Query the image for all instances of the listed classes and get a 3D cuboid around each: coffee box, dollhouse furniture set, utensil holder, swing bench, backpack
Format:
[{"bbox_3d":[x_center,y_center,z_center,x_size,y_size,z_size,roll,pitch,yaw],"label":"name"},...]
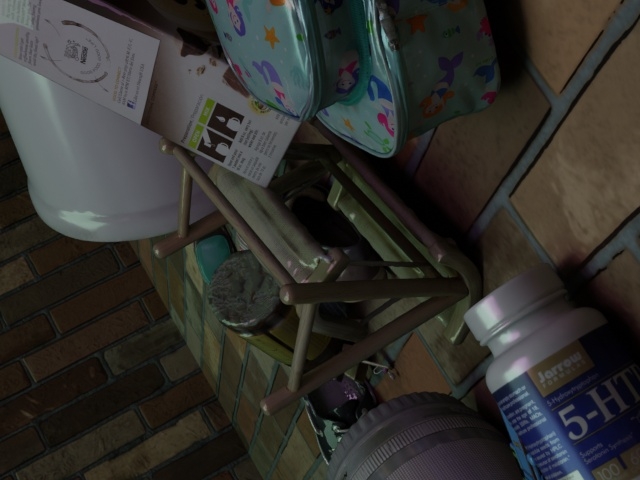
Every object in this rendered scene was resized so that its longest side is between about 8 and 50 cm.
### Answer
[{"bbox_3d":[-0.139,-0.200,0.985,0.297,0.168,0.119,26,136,-5],"label":"coffee box"},{"bbox_3d":[0.079,0.167,1.487,0.081,0.091,0.114,12,170,17],"label":"dollhouse furniture set"},{"bbox_3d":[-0.254,-0.244,1.289,0.327,0.327,0.385,45,155,47],"label":"utensil holder"},{"bbox_3d":[0.000,0.000,1.067,0.253,0.254,0.165,49,142,36],"label":"swing bench"},{"bbox_3d":[0.021,-0.188,0.797,0.225,0.191,0.253,35,153,57],"label":"backpack"}]

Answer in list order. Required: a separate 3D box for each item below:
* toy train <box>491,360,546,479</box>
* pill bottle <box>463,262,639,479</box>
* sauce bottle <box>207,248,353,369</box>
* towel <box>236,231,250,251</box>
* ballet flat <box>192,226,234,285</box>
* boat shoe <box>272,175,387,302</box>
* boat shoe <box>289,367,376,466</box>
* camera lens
[{"bbox_3d":[0.211,0.172,0.966,0.184,0.080,0.105,66,169,-14],"label":"toy train"},{"bbox_3d":[0.199,0.118,0.845,0.187,0.112,0.112,58,163,14],"label":"pill bottle"},{"bbox_3d":[-0.038,0.113,1.421,0.111,0.111,0.344,54,-178,27],"label":"sauce bottle"},{"bbox_3d":[-0.107,0.077,1.877,0.144,0.029,0.197,56,163,25],"label":"towel"},{"bbox_3d":[-0.214,-0.015,2.004,0.079,0.077,0.221,-105,-4,-78],"label":"ballet flat"},{"bbox_3d":[-0.021,-0.029,1.324,0.285,0.103,0.092,41,149,43],"label":"boat shoe"},{"bbox_3d":[0.031,0.260,1.593,0.302,0.114,0.091,55,168,23],"label":"boat shoe"},{"bbox_3d":[0.145,0.317,1.113,0.274,0.219,0.219,-128,18,-55],"label":"camera lens"}]
